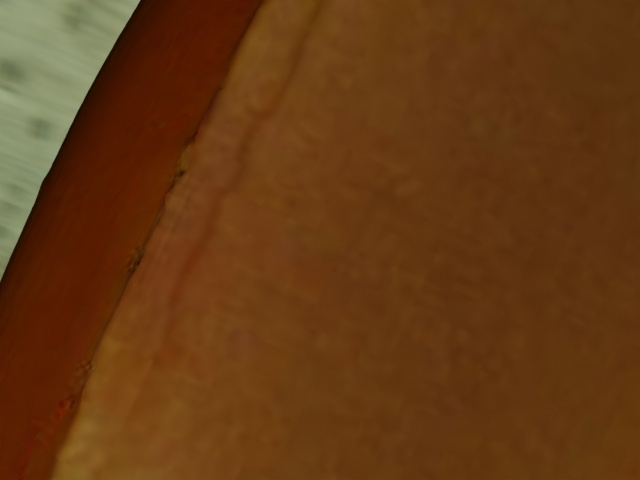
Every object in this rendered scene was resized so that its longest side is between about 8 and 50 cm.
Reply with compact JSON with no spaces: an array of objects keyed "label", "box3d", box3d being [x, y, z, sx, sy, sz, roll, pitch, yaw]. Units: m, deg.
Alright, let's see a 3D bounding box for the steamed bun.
[{"label":"steamed bun","box3d":[0.006,0.029,0.503,0.235,0.379,0.248,25,171,-12]}]
